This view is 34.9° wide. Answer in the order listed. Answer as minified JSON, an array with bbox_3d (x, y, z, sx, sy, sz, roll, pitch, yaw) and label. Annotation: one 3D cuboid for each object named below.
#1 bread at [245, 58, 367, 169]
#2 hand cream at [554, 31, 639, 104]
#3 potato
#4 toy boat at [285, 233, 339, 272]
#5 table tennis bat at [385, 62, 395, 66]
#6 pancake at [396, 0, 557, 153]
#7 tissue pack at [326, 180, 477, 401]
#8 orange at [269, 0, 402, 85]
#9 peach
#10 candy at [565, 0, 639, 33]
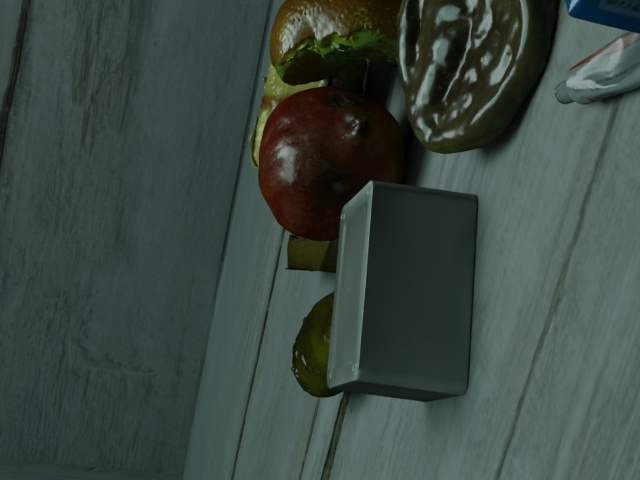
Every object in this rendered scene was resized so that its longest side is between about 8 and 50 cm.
[{"bbox_3d":[-0.030,-0.238,1.778,0.236,0.198,0.264,18,-98,-87],"label":"bread"},{"bbox_3d":[0.269,-0.158,0.882,0.216,0.038,0.052,161,93,-70],"label":"hand cream"},{"bbox_3d":[0.022,0.159,1.595,0.251,0.113,0.149,114,164,-56],"label":"potato"},{"bbox_3d":[0.000,0.000,1.859,0.321,0.089,0.122,174,106,-79],"label":"toy boat"},{"bbox_3d":[0.133,-0.365,1.637,0.201,0.033,0.124,117,150,-61],"label":"table tennis bat"},{"bbox_3d":[0.174,-0.252,1.197,0.294,0.049,0.295,-24,63,57],"label":"pancake"},{"bbox_3d":[0.098,0.066,1.262,0.159,0.135,0.246,140,137,-72],"label":"tissue pack"},{"bbox_3d":[0.039,-0.325,1.562,0.179,0.237,0.159,8,-99,-58],"label":"orange"},{"bbox_3d":[0.019,-0.123,1.532,0.257,0.232,0.232,123,153,-69],"label":"peach"},{"bbox_3d":[0.244,-0.335,0.825,0.157,0.100,0.306,126,144,-52],"label":"candy"}]
